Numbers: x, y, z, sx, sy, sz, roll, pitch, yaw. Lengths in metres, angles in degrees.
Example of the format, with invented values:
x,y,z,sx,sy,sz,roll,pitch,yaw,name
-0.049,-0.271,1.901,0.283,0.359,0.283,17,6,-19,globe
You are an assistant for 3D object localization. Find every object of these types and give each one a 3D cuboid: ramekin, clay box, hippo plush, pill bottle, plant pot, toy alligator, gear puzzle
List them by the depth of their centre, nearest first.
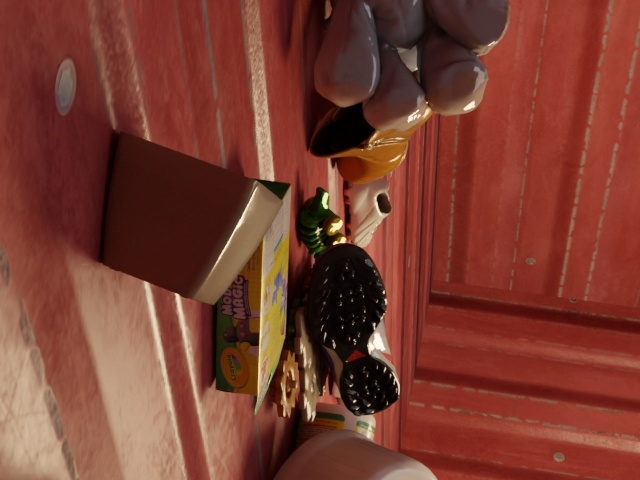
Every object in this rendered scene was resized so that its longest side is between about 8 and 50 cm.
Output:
x,y,z,sx,sy,sz,roll,pitch,yaw,name
-0.102,-0.010,0.907,0.109,0.109,0.096,37,73,-79,plant pot
-0.071,0.061,1.283,0.127,0.053,0.222,-64,161,-63,clay box
0.066,-0.271,1.520,0.234,0.294,0.236,-51,-164,1,hippo plush
-0.027,0.149,1.651,0.339,0.044,0.176,-62,150,-68,gear puzzle
0.000,0.000,1.663,0.051,0.056,0.190,-35,146,-16,toy alligator
0.053,0.408,1.665,0.277,0.135,0.277,-10,104,-45,ramekin
0.009,0.354,1.804,0.117,0.117,0.208,72,27,-69,pill bottle

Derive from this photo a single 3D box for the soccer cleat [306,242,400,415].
x,y,z,sx,sy,sz,roll,pitch,yaw,name
0.037,0.105,1.651,0.116,0.108,0.318,-112,-176,-46,soccer cleat

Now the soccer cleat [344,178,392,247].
x,y,z,sx,sy,sz,roll,pitch,yaw,name
0.083,-0.044,2.054,0.196,0.076,0.068,82,18,-59,soccer cleat

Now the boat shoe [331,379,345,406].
x,y,z,sx,sy,sz,roll,pitch,yaw,name
0.074,0.263,2.211,0.267,0.088,0.096,79,21,-64,boat shoe

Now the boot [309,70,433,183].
x,y,z,sx,sy,sz,roll,pitch,yaw,name
0.052,-0.147,1.709,0.211,0.104,0.295,-24,170,-43,boot
